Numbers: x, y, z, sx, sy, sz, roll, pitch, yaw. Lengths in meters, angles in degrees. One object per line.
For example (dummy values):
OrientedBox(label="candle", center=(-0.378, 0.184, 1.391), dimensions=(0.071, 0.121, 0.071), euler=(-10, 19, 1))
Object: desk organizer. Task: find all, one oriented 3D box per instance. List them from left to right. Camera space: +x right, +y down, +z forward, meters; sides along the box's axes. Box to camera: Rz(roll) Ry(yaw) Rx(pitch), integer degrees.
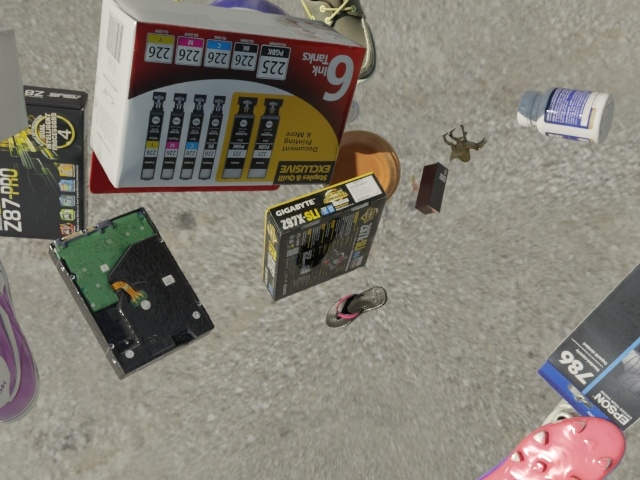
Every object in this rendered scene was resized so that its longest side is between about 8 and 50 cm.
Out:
OrientedBox(label="desk organizer", center=(0.290, -0.135, 1.863), dimensions=(0.047, 0.050, 0.130), euler=(30, 65, -35))

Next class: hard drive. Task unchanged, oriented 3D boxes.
OrientedBox(label="hard drive", center=(-0.423, 0.111, 1.601), dimensions=(0.237, 0.064, 0.338), euler=(-27, 79, -34))

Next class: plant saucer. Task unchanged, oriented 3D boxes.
OrientedBox(label="plant saucer", center=(0.090, -0.163, 1.702), dimensions=(0.200, 0.037, 0.199), euler=(6, 115, 14))

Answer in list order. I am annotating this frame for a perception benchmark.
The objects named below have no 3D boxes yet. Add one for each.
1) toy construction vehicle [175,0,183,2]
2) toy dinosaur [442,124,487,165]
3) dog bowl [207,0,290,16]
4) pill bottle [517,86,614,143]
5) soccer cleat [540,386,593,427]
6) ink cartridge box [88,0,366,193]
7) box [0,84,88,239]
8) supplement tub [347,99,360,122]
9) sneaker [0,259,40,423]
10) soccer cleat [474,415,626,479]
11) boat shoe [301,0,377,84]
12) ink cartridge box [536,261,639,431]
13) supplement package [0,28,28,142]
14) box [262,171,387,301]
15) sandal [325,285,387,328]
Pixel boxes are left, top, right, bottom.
OrientedBox(label="toy construction vehicle", center=(-0.338, -0.574, 1.788), dimensions=(0.086, 0.035, 0.098), euler=(28, 128, -27))
OrientedBox(label="toy dinosaur", center=(0.351, -0.238, 1.830), dimensions=(0.053, 0.183, 0.092), euler=(-30, 91, -22))
OrientedBox(label="dog bowl", center=(-0.154, -0.344, 1.424), dimensions=(0.265, 0.104, 0.264), euler=(1, 129, 1))
OrientedBox(label="pill bottle", center=(0.544, -0.283, 1.588), dimensions=(0.187, 0.112, 0.111), euler=(17, 88, 32))
OrientedBox(label="soccer cleat", center=(0.546, 0.378, 1.497), dimensions=(0.116, 0.143, 0.331), euler=(19, 47, 34))
OrientedBox(label="ink cartridge box", center=(-0.128, -0.156, 0.938), dimensions=(0.310, 0.130, 0.271), euler=(-4, 123, -32))
OrientedBox(label="box", center=(-0.730, -0.185, 1.725), dimensions=(0.319, 0.097, 0.394), euler=(5, 127, -13))
OrientedBox(label="supplement tub", center=(0.058, -0.362, 1.949), dimensions=(0.071, 0.107, 0.070), euler=(0, 91, 25))
OrientedBox(label="sneaker", center=(-0.383, 0.048, 0.730), dimensions=(0.102, 0.161, 0.282), euler=(-34, 74, -15))
OrientedBox(label="soccer cleat", center=(0.255, 0.285, 0.851), dimensions=(0.248, 0.095, 0.083), euler=(-43, 61, 21))
OrientedBox(label="boat shoe", center=(0.017, -0.425, 1.275), dimensions=(0.109, 0.091, 0.304), euler=(-22, 82, 1))
OrientedBox(label="ink cartridge box", center=(0.481, 0.174, 1.112), dimensions=(0.165, 0.065, 0.332), euler=(45, 128, 21))
OrientedBox(label="supplement package", center=(-0.648, -0.275, 1.281), dimensions=(0.150, 0.203, 0.194), euler=(0, 110, 0))
OrientedBox(label="box", center=(0.000, 0.000, 1.627), dimensions=(0.257, 0.322, 0.079), euler=(-22, 64, -18))
OrientedBox(label="sandal", center=(0.076, 0.154, 1.685), dimensions=(0.179, 0.040, 0.067), euler=(-30, 64, 31))
